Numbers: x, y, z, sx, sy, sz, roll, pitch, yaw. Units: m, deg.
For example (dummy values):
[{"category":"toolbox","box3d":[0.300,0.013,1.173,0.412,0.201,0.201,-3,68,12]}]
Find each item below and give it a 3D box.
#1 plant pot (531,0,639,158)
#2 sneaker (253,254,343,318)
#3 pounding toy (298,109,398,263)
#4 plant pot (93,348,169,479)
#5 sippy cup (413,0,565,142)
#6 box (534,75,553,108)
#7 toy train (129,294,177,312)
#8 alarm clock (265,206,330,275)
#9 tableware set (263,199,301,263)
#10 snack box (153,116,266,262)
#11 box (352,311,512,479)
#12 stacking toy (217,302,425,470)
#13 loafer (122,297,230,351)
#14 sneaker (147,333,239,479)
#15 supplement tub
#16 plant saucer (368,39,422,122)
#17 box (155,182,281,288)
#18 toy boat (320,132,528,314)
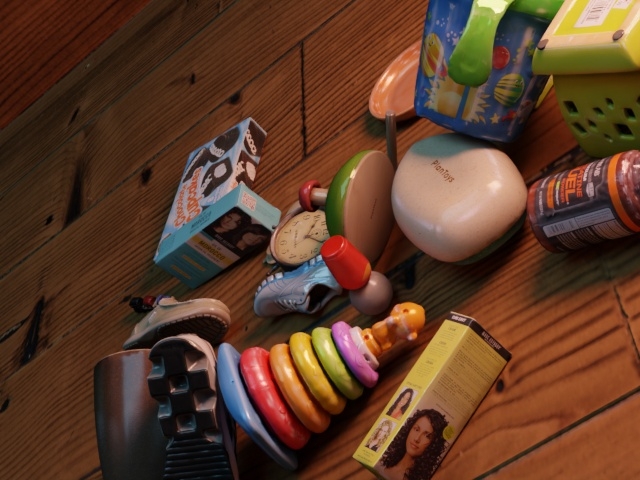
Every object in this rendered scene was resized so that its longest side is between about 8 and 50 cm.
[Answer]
[{"category":"plant pot","box3d":[0.432,-0.254,1.630,0.227,0.207,0.228,10,63,57]},{"category":"sneaker","box3d":[-0.037,0.091,1.994,0.190,0.071,0.083,-30,39,30]},{"category":"pounding toy","box3d":[0.045,-0.076,1.942,0.110,0.183,0.237,9,48,27]},{"category":"plant pot","box3d":[-0.259,0.318,1.904,0.215,0.215,0.230,-24,52,37]},{"category":"sippy cup","box3d":[0.243,-0.269,1.789,0.240,0.305,0.224,29,108,45]},{"category":"box","box3d":[0.340,-0.278,1.957,0.178,0.042,0.109,-55,28,-11]},{"category":"toy train","box3d":[-0.329,0.122,2.388,0.158,0.036,0.027,-6,49,51]},{"category":"alarm clock","box3d":[0.000,0.000,2.050,0.192,0.064,0.129,-16,48,27]},{"category":"tableware set","box3d":[-0.037,-0.010,2.169,0.141,0.020,0.168,-55,30,-11]},{"category":"snack box","box3d":[-0.222,-0.093,2.485,0.187,0.060,0.322,-27,35,34]},{"category":"box","box3d":[0.145,0.211,1.570,0.232,0.087,0.058,-55,27,-12]},{"category":"stacking toy","box3d":[0.019,0.176,1.745,0.301,0.166,0.175,-32,46,7]},{"category":"loafer","box3d":[-0.258,0.146,2.192,0.268,0.102,0.092,-21,44,41]},{"category":"sneaker","box3d":[-0.167,0.298,1.784,0.122,0.331,0.146,-4,0,13]},{"category":"supplement tub","box3d":[0.371,-0.054,1.568,0.198,0.106,0.106,-19,39,42]},{"category":"plant saucer","box3d":[0.174,-0.287,2.206,0.200,0.037,0.200,-35,31,25]},{"category":"box","box3d":[-0.192,-0.004,2.270,0.244,0.100,0.060,-33,32,36]},{"category":"toy boat","box3d":[0.156,-0.020,1.812,0.318,0.148,0.267,-35,35,7]}]
